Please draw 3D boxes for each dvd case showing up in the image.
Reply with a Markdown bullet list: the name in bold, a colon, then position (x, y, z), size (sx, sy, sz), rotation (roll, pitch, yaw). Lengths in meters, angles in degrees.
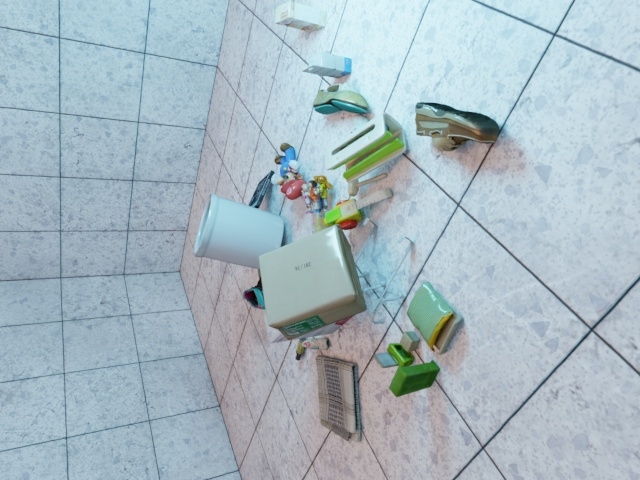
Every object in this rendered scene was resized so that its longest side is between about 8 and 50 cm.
- **dvd case**: position (-0.336, -0.257, 2.506), size (0.179, 0.029, 0.239), rotation (-28, 38, 56)

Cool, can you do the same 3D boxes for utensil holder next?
- **utensil holder**: position (-0.422, -0.032, 2.351), size (0.328, 0.385, 0.328), rotation (-50, 32, 47)

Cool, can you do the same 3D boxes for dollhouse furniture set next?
- **dollhouse furniture set**: position (0.291, 0.307, 1.449), size (0.197, 0.151, 0.302), rotation (49, 131, 47)

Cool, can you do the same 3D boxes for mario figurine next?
- **mario figurine**: position (-0.171, -0.329, 2.187), size (0.198, 0.170, 0.321), rotation (71, -179, -52)

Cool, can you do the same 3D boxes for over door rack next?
- **over door rack**: position (0.209, 0.110, 1.646), size (0.239, 0.108, 0.324), rotation (31, 103, 56)

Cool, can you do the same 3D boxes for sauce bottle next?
- **sauce bottle**: position (-0.096, 0.532, 2.222), size (0.042, 0.042, 0.128), rotation (48, 133, 48)

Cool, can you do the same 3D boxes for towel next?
- **towel**: position (0.064, 0.668, 1.941), size (0.312, 0.056, 0.325), rotation (-11, 83, 59)

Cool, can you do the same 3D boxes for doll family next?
- **doll family**: position (-0.007, -0.207, 2.006), size (0.263, 0.118, 0.163), rotation (-173, 77, -77)

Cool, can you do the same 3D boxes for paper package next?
- **paper package**: position (-0.030, 0.150, 1.616), size (0.324, 0.168, 0.310), rotation (-22, 53, 12)

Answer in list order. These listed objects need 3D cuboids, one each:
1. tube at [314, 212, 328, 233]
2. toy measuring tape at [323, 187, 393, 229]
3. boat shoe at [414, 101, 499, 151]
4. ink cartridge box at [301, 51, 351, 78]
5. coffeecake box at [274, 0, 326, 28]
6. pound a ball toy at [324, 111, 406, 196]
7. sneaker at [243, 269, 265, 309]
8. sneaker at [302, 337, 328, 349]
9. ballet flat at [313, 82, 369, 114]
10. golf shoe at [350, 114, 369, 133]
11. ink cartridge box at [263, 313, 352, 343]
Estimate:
- **tube**: position (0.000, 0.000, 2.029), size (0.070, 0.062, 0.240), rotation (-60, -21, -66)
- **toy measuring tape**: position (0.153, -0.120, 1.755), size (0.330, 0.121, 0.122), rotation (-23, 70, 34)
- **boat shoe**: position (0.384, -0.319, 1.323), size (0.324, 0.122, 0.120), rotation (-129, 42, -57)
- **ink cartridge box**: position (0.024, -0.711, 1.842), size (0.104, 0.180, 0.060), rotation (7, 97, 59)
- **coffeecake box**: position (-0.089, -0.990, 2.018), size (0.142, 0.185, 0.068), rotation (23, 110, 57)
- **pound a ball toy**: position (0.165, -0.309, 1.648), size (0.319, 0.208, 0.136), rotation (-27, 51, 39)
- **sneaker**: position (-0.341, 0.262, 2.492), size (0.296, 0.178, 0.124), rotation (62, 140, 38)
- **sneaker**: position (-0.026, 0.473, 2.066), size (0.161, 0.075, 0.057), rotation (-18, 76, 59)
- **ballet flat**: position (0.084, -0.572, 1.822), size (0.348, 0.123, 0.123), rotation (23, 110, 57)
- **golf shoe**: position (0.149, -0.424, 1.733), size (0.176, 0.085, 0.069), rotation (65, 144, 37)
- **ink cartridge box**: position (-0.047, 0.310, 1.871), size (0.226, 0.306, 0.131), rotation (-48, 51, 48)
